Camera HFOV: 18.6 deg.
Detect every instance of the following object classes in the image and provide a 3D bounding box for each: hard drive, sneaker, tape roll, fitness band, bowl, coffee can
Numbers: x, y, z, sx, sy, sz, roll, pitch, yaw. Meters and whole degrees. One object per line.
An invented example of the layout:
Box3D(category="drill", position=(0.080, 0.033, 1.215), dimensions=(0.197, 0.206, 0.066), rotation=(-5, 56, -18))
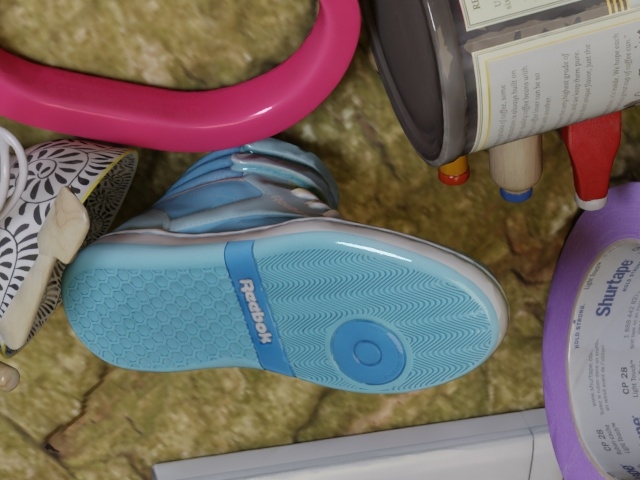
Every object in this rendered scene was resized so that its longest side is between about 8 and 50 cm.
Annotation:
Box3D(category="hard drive", position=(0.030, 0.264, 1.681), dimensions=(0.353, 0.047, 0.233), rotation=(-6, 126, -15))
Box3D(category="sneaker", position=(0.000, 0.000, 1.347), dimensions=(0.319, 0.208, 0.127), rotation=(4, 121, 24))
Box3D(category="tape roll", position=(0.271, 0.093, 1.494), dimensions=(0.090, 0.275, 0.275), rotation=(2, 124, -21))
Box3D(category="fitness band", position=(-0.115, -0.152, 1.298), dimensions=(0.291, 0.054, 0.209), rotation=(10, 134, -25))
Box3D(category="bowl", position=(-0.204, -0.010, 1.349), dimensions=(0.080, 0.170, 0.170), rotation=(31, 115, 4))
Box3D(category="coffee can", position=(0.178, -0.181, 1.306), dimensions=(0.275, 0.201, 0.201), rotation=(-16, 129, -9))

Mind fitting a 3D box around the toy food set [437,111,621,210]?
Box3D(category="toy food set", position=(0.198, -0.091, 1.438), dimensions=(0.232, 0.111, 0.104), rotation=(-13, 130, -8))

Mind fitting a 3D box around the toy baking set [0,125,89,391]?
Box3D(category="toy baking set", position=(-0.243, 0.002, 1.277), dimensions=(0.030, 0.256, 0.197), rotation=(-19, 123, -42))
